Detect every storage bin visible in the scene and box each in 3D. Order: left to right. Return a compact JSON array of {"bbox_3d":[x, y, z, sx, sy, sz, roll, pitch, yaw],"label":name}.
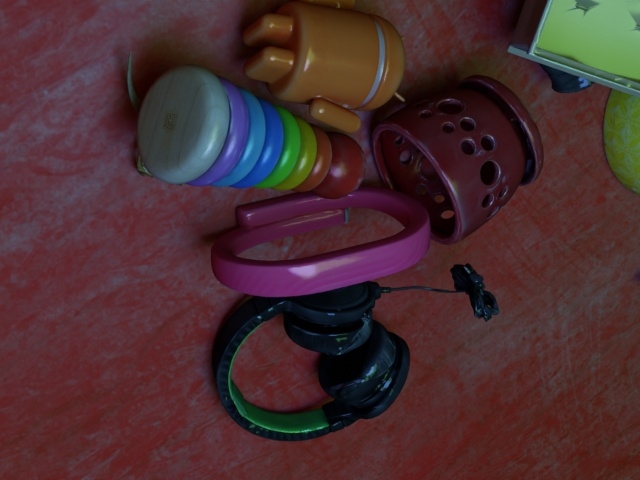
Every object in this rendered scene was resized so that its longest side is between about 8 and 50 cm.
[{"bbox_3d":[0.413,-0.329,1.590,0.260,0.123,0.262,17,97,-12],"label":"storage bin"}]

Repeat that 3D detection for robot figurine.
[{"bbox_3d":[0.013,-0.227,1.524,0.219,0.158,0.128,4,129,-28],"label":"robot figurine"}]

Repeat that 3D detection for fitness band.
[{"bbox_3d":[0.000,0.000,1.566,0.290,0.209,0.054,-14,118,-20],"label":"fitness band"}]

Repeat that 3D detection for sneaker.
[{"bbox_3d":[0.401,-0.342,1.690,0.130,0.109,0.286,44,84,-24],"label":"sneaker"}]

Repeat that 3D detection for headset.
[{"bbox_3d":[0.046,0.145,1.666,0.394,0.185,0.243,-30,122,1],"label":"headset"}]

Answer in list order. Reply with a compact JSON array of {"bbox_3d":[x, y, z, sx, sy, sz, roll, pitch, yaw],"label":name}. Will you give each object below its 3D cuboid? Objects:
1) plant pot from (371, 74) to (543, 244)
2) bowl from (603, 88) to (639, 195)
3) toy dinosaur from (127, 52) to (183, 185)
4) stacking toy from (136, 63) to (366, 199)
[{"bbox_3d":[0.189,-0.116,1.625,0.174,0.191,0.191,-34,122,-16],"label":"plant pot"},{"bbox_3d":[0.584,-0.176,1.818,0.289,0.156,0.290,-10,115,-22],"label":"bowl"},{"bbox_3d":[-0.192,-0.134,1.512,0.211,0.064,0.112,29,76,-41],"label":"toy dinosaur"},{"bbox_3d":[-0.064,-0.110,1.511,0.330,0.141,0.141,14,105,-48],"label":"stacking toy"}]
